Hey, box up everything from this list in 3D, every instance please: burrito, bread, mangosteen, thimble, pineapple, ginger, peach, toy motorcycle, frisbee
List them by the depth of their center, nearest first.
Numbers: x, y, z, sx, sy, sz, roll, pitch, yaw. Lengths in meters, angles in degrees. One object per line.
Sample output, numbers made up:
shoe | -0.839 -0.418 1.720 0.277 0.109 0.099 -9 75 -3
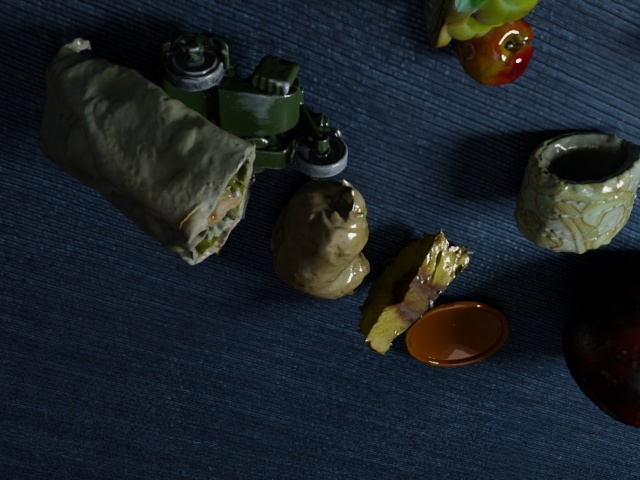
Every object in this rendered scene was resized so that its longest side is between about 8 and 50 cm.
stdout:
bread | 0.207 -0.338 1.074 0.156 0.158 0.260 -4 140 -3
burrito | -0.247 -0.113 1.213 0.332 0.135 0.190 32 149 15
peach | 0.225 -0.250 1.217 0.101 0.100 0.100 -1 137 -1
toy motorcycle | -0.096 -0.182 1.259 0.275 0.127 0.205 5 136 2
thimble | 0.387 -0.074 1.384 0.190 0.137 0.143 -13 136 -10
ginger | 0.000 0.000 1.447 0.152 0.138 0.267 -11 151 -11
pineapple | 0.141 0.072 1.537 0.079 0.135 0.233 39 98 -11
mangosteen | 0.545 0.171 1.558 0.311 0.311 0.311 -1 137 -1
frisbee | 0.246 0.164 1.705 0.192 0.035 0.192 -1 138 -1
